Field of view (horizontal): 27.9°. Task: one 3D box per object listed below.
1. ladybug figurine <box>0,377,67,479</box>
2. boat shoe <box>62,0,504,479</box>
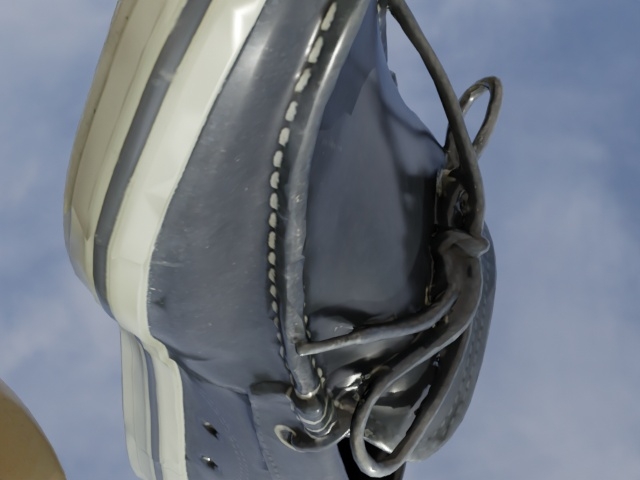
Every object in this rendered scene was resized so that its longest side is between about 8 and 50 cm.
[{"bbox_3d":[-0.298,0.167,0.449,0.162,0.449,0.305,-28,-102,46],"label":"ladybug figurine"},{"bbox_3d":[0.000,0.000,0.529,0.156,0.500,0.187,16,-119,5],"label":"boat shoe"}]
